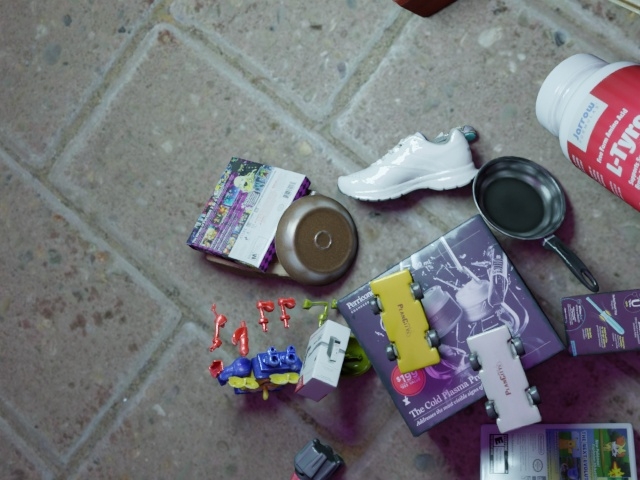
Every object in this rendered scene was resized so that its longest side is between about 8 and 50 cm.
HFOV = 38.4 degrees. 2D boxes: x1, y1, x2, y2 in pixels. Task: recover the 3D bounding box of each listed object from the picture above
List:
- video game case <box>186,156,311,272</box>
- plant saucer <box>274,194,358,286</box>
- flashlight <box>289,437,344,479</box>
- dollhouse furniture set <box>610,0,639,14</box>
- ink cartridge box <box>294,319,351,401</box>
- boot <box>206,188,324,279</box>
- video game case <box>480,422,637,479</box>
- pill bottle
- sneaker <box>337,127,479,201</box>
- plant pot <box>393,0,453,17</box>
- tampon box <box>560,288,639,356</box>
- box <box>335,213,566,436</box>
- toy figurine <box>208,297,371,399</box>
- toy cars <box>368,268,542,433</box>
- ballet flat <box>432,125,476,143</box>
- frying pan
[{"bbox_3d":[-0.158,-0.060,2.012,0.210,0.042,0.232,16,72,32],"label":"video game case"},{"bbox_3d":[0.000,0.000,1.962,0.199,0.036,0.198,1,88,-27],"label":"plant saucer"},{"bbox_3d":[-0.091,0.555,1.973,0.103,0.103,0.304,43,98,18],"label":"flashlight"},{"bbox_3d":[0.588,-0.578,1.798,0.301,0.151,0.197,38,101,34],"label":"dollhouse furniture set"},{"bbox_3d":[0.005,0.241,1.847,0.056,0.099,0.135,25,55,-12],"label":"ink cartridge box"},{"bbox_3d":[-0.121,-0.022,2.054,0.249,0.090,0.206,7,73,21],"label":"boot"},{"bbox_3d":[0.461,0.513,1.780,0.300,0.036,0.328,-3,56,16],"label":"video game case"},{"bbox_3d":[0.598,-0.191,1.709,0.229,0.229,0.407,-49,45,7],"label":"pill bottle"},{"bbox_3d":[0.178,-0.159,1.939,0.297,0.111,0.129,-12,103,6],"label":"sneaker"},{"bbox_3d":[0.212,-0.620,1.914,0.267,0.267,0.235,48,111,14],"label":"plant pot"},{"bbox_3d":[0.564,0.163,1.818,0.161,0.101,0.120,-7,84,14],"label":"tampon box"},{"bbox_3d":[0.263,0.172,1.857,0.343,0.179,0.312,-33,77,8],"label":"box"},{"bbox_3d":[-0.097,0.252,1.989,0.363,0.217,0.191,-2,64,-27],"label":"toy figurine"},{"bbox_3d":[0.253,0.202,1.724,0.394,0.087,0.176,30,97,11],"label":"toy cars"},{"bbox_3d":[0.276,-0.217,1.968,0.114,0.041,0.041,-20,81,13],"label":"ballet flat"},{"bbox_3d":[0.454,-0.046,1.865,0.326,0.053,0.197,36,61,8],"label":"frying pan"}]
